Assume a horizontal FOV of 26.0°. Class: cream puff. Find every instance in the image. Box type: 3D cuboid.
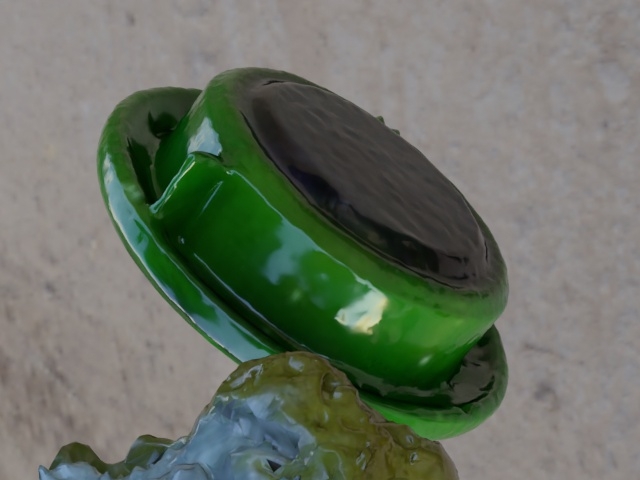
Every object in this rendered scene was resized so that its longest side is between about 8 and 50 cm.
[{"bbox_3d":[-0.016,0.108,0.367,0.156,0.156,0.121,9,128,58],"label":"cream puff"}]

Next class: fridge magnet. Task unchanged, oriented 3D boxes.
[{"bbox_3d":[0.000,0.000,0.594,0.088,0.208,0.208,-51,53,23],"label":"fridge magnet"}]
